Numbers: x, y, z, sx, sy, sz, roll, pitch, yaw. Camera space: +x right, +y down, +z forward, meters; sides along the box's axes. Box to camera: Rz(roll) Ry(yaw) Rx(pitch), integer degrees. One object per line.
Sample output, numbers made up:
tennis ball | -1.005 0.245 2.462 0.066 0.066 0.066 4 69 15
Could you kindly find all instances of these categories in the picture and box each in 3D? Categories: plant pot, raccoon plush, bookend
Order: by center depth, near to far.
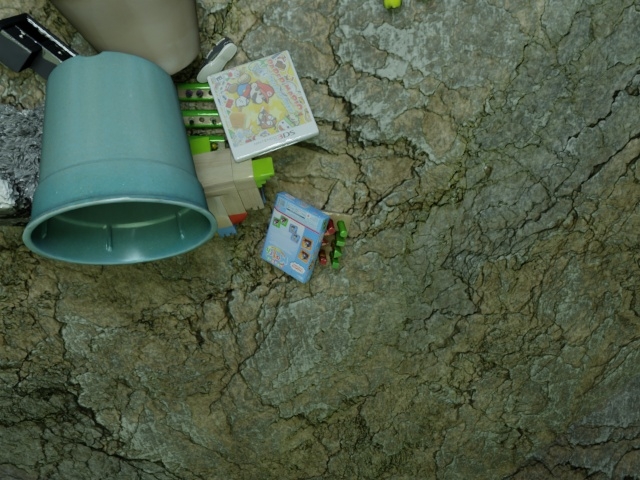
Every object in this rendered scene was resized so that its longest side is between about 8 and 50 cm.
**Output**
plant pot | -0.400 -0.159 1.004 0.341 0.334 0.341 -11 162 -4
plant pot | -0.381 -0.493 1.018 0.323 0.323 0.280 -16 137 2
raccoon plush | -0.628 -0.191 1.072 0.216 0.446 0.299 -2 87 -33
bookend | -0.618 -0.403 1.097 0.156 0.157 0.072 39 109 -24

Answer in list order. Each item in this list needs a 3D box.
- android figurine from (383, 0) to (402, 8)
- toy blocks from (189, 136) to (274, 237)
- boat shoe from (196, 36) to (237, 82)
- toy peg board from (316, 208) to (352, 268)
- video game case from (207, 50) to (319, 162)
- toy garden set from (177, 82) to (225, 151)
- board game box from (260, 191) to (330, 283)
android figurine | 0.182 -0.652 1.076 0.248 0.056 0.273 -21 133 -12
toy blocks | -0.289 -0.101 1.288 0.381 0.191 0.261 -12 152 0
boat shoe | -0.252 -0.429 1.197 0.125 0.038 0.046 -41 158 22
toy peg board | 0.000 0.000 1.452 0.160 0.079 0.161 8 118 -11
video game case | -0.137 -0.318 1.189 0.206 0.026 0.227 -19 78 -3
toy garden set | -0.251 -0.271 1.281 0.204 0.049 0.244 -1 120 -6
board game box | -0.075 -0.008 1.412 0.160 0.039 0.211 29 118 20
